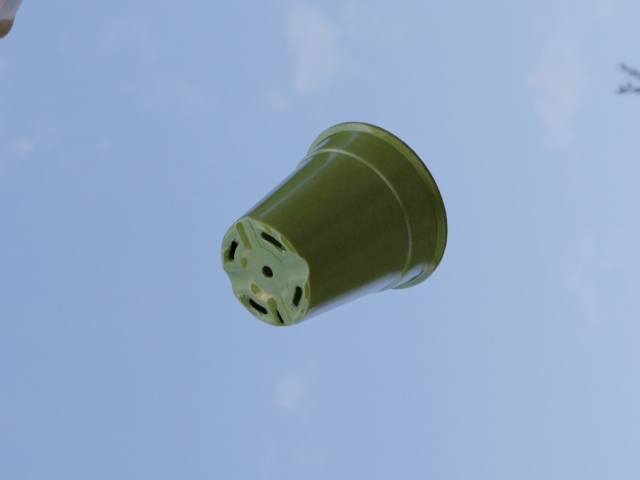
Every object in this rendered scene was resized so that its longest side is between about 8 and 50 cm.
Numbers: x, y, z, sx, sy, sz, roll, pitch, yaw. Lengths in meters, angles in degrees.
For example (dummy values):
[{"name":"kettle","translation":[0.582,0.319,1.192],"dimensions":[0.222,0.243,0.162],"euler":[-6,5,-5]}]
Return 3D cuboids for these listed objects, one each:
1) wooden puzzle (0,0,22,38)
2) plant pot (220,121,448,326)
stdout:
[{"name":"wooden puzzle","translation":[-0.366,-0.233,1.268],"dimensions":[0.221,0.239,0.044],"euler":[-8,-106,-26]},{"name":"plant pot","translation":[0.000,0.000,0.614],"dimensions":[0.079,0.083,0.083],"euler":[-33,-81,-42]}]
